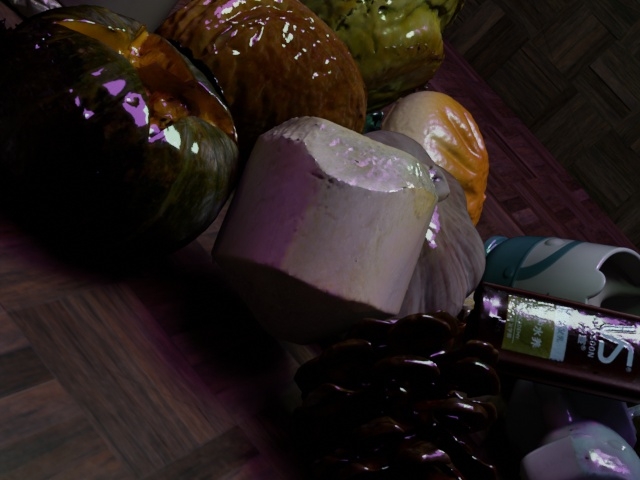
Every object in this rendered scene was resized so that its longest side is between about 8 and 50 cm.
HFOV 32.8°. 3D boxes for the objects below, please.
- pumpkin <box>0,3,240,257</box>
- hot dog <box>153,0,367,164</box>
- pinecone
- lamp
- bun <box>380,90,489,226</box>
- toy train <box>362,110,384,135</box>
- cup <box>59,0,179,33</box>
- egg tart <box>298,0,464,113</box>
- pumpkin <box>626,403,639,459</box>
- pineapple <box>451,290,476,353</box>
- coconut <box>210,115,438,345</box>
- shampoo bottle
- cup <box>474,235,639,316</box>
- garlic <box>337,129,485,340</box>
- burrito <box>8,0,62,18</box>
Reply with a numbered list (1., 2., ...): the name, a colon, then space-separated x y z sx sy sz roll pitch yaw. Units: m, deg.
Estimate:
1. pumpkin: -0.227 -0.121 1.205 0.320 0.192 0.320 38 21 -17
2. hot dog: -0.102 -0.211 1.515 0.388 0.267 0.174 18 51 -46
3. pinecone: 0.088 0.207 1.156 0.244 0.244 0.309 30 36 -36
4. lamp: 0.387 0.278 1.549 0.247 0.247 0.301 59 15 -22
5. bun: 0.189 -0.086 1.760 0.165 0.298 0.299 11 11 21
6. toy train: 0.032 -0.149 1.782 0.101 0.159 0.248 65 16 9
7. cup: -0.260 -0.411 1.653 0.253 0.200 0.191 37 23 -23
8. egg tart: 0.057 -0.311 1.793 0.443 0.443 0.178 2 63 -61
9. pumpkin: 0.648 0.367 2.015 0.219 0.162 0.219 15 49 -18
10. pineapple: 0.188 0.145 1.618 0.162 0.136 0.176 6 5 23
11. coconut: 0.000 0.000 1.237 0.239 0.244 0.239 21 -6 2
12. shampoo bottle: 0.362 0.148 1.485 0.323 0.084 0.129 14 68 -1
13. cup: 0.396 0.135 1.797 0.258 0.289 0.219 11 26 44
14. garlic: 0.068 -0.001 1.471 0.322 0.322 0.241 58 -9 29
15. burrito: -0.387 -0.321 1.468 0.185 0.045 0.041 38 5 -13
